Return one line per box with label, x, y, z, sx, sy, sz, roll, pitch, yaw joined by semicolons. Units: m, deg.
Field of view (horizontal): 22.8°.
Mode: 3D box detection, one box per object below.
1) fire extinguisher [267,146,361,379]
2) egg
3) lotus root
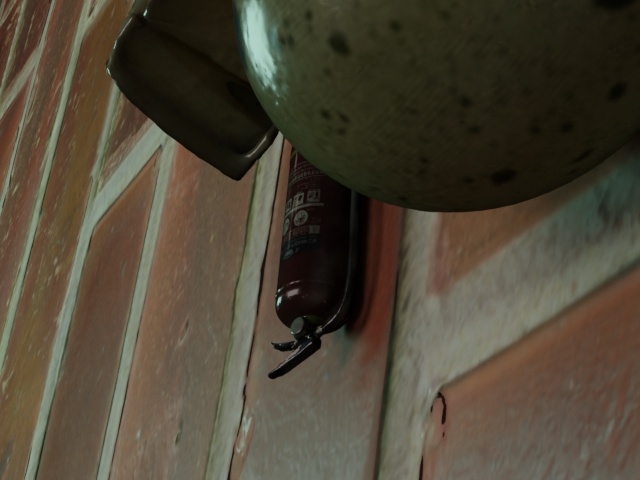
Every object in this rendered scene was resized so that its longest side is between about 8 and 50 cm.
fire extinguisher;0.000;0.000;0.890;0.064;0.043;0.158;-28;44;36
egg;0.067;-0.104;0.620;0.228;0.177;0.177;-21;51;49
lotus root;-0.016;-0.161;0.932;0.235;0.119;0.138;-48;14;20
